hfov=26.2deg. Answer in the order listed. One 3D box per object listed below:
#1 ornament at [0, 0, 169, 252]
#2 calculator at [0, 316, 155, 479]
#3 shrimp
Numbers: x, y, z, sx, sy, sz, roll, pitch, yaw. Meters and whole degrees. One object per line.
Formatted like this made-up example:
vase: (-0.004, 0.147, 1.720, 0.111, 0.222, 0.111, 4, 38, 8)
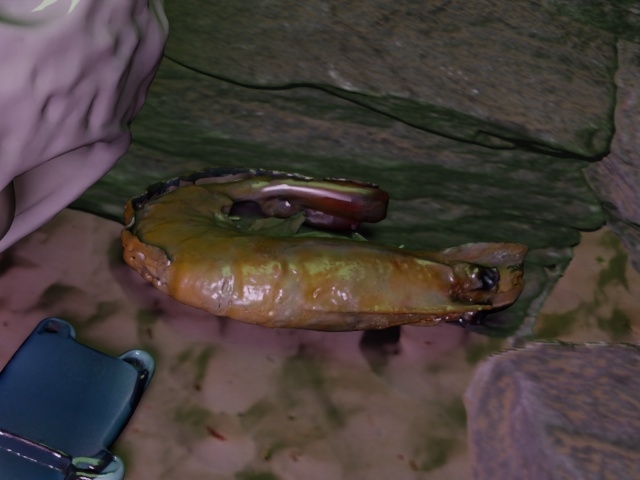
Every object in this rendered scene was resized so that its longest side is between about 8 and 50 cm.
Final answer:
ornament: (-0.245, -0.118, 0.639, 0.337, 0.337, 0.337, 12, 35, -9)
calculator: (-0.136, 0.092, 0.690, 0.094, 0.019, 0.141, 21, 37, 4)
shrimp: (0.000, 0.001, 0.851, 0.253, 0.058, 0.173, 1, 30, -21)
